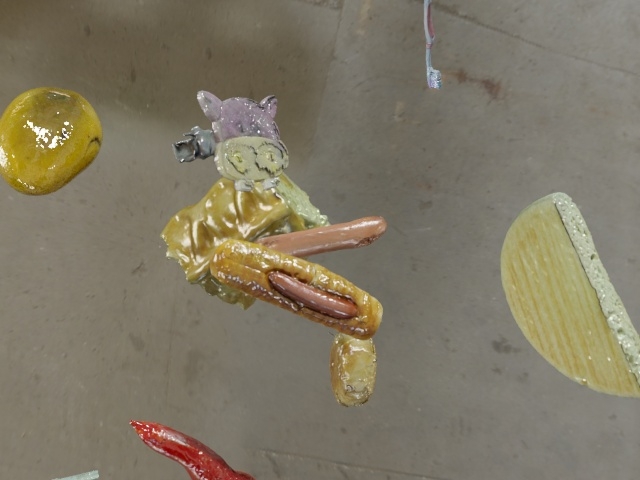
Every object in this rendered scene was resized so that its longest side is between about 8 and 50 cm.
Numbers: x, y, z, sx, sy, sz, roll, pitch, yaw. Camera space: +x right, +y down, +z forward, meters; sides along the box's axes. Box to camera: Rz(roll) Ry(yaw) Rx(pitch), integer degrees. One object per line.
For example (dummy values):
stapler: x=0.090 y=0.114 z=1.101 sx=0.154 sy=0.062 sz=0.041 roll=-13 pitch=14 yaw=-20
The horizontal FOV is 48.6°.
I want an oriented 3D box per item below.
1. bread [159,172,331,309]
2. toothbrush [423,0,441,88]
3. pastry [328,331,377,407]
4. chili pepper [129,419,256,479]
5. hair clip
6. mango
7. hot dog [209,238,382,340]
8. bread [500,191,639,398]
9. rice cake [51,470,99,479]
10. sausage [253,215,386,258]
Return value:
bread: x=-0.134 y=-0.013 z=1.344 sx=0.238 sy=0.196 sz=0.252 roll=37 pitch=109 yaw=-28
toothbrush: x=0.135 y=-0.265 z=0.869 sx=0.019 sy=0.193 sz=0.013 roll=22 pitch=57 yaw=29
pastry: x=0.060 y=0.238 z=1.328 sx=0.081 sy=0.153 sz=0.153 roll=-5 pitch=91 yaw=-15
chili pepper: x=-0.137 y=0.300 z=0.920 sx=0.268 sy=0.050 sz=0.059 roll=47 pitch=36 yaw=-26
hair clip: x=-0.120 y=-0.141 z=1.024 sx=0.187 sy=0.056 sz=0.146 roll=-11 pitch=86 yaw=-38
mango: x=-0.382 y=-0.139 z=0.998 sx=0.137 sy=0.098 sz=0.195 roll=21 pitch=41 yaw=-22
hot dog: x=-0.022 y=0.055 z=0.812 sx=0.216 sy=0.047 sz=0.066 roll=26 pitch=90 yaw=-13
bread: x=0.222 y=0.055 z=0.651 sx=0.036 sy=0.112 sz=0.193 roll=-25 pitch=90 yaw=-31
rice cake: x=-0.490 y=0.473 z=1.398 sx=0.022 sy=0.121 sz=0.021 roll=-23 pitch=74 yaw=26
sausage: x=0.000 y=0.000 z=0.974 sx=0.186 sy=0.043 sz=0.043 roll=-11 pitch=92 yaw=3
